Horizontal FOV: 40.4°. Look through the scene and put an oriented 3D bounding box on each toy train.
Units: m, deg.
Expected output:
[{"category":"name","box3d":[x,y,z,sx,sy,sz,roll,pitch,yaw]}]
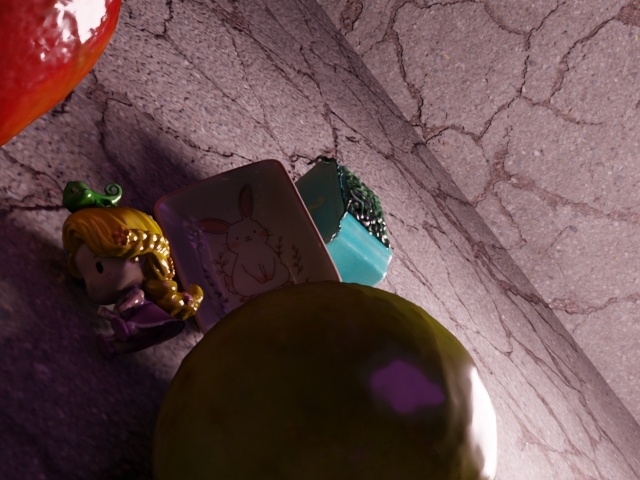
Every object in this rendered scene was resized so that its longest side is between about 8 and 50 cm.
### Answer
[{"category":"toy train","box3d":[0.000,0.000,1.059,0.112,0.163,0.203,40,23,-30]}]

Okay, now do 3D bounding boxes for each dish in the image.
[{"category":"dish","box3d":[-0.071,0.033,0.929,0.064,0.154,0.234,85,-18,-57]}]

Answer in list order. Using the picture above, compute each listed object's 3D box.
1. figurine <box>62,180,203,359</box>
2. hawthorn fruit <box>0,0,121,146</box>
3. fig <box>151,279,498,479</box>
[{"category":"figurine","box3d":[-0.167,0.016,0.775,0.115,0.095,0.156,-11,67,-55]},{"category":"hawthorn fruit","box3d":[-0.275,-0.221,0.664,0.265,0.307,0.265,50,19,-24]},{"category":"fig","box3d":[0.003,0.145,0.702,0.258,0.258,0.326,46,8,-12]}]
